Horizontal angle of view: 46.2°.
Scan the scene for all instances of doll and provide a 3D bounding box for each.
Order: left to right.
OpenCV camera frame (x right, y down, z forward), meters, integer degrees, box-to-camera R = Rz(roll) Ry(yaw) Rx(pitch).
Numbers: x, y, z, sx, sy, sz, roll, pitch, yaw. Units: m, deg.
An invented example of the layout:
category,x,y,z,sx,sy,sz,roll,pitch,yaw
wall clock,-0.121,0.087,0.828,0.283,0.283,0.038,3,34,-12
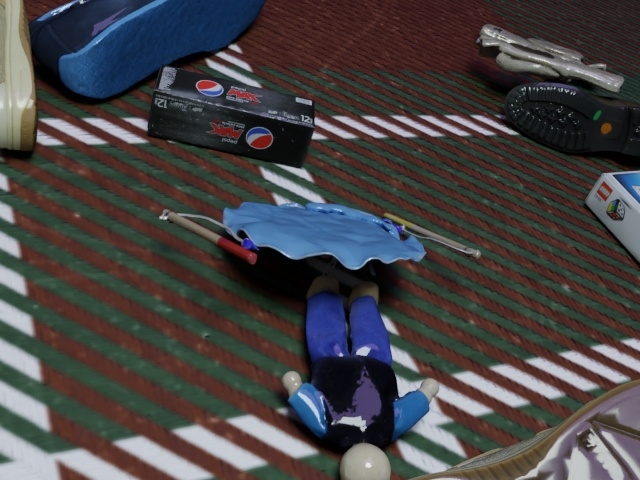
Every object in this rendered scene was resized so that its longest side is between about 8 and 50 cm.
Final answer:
category,x,y,z,sx,sy,sz,roll,pitch,yaw
doll,0.031,0.111,0.593,0.129,0.046,0.189,9,42,-11

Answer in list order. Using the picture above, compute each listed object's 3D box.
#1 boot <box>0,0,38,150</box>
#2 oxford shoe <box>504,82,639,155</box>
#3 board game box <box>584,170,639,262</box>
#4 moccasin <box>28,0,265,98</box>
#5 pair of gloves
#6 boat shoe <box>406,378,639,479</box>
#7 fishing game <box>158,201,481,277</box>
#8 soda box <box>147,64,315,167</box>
category,x,y,z,sx,sy,sz,roll,pitch,yaw
boot,-0.385,-0.185,0.709,0.203,0.095,0.262,-5,54,-25
oxford shoe,0.351,-0.162,1.009,0.227,0.083,0.096,13,18,-5
board game box,0.467,0.033,0.847,0.192,0.053,0.305,-5,47,-28
moccasin,-0.186,-0.283,0.864,0.116,0.138,0.342,31,41,18
pair of gloves,0.322,-0.257,1.082,0.204,0.042,0.240,19,23,5
boat shoe,0.116,0.191,0.490,0.302,0.098,0.109,-25,66,-12
fishing game,0.000,0.000,0.670,0.264,0.041,0.189,-2,18,-41
soda box,-0.093,-0.130,0.793,0.168,0.060,0.053,12,43,-11
